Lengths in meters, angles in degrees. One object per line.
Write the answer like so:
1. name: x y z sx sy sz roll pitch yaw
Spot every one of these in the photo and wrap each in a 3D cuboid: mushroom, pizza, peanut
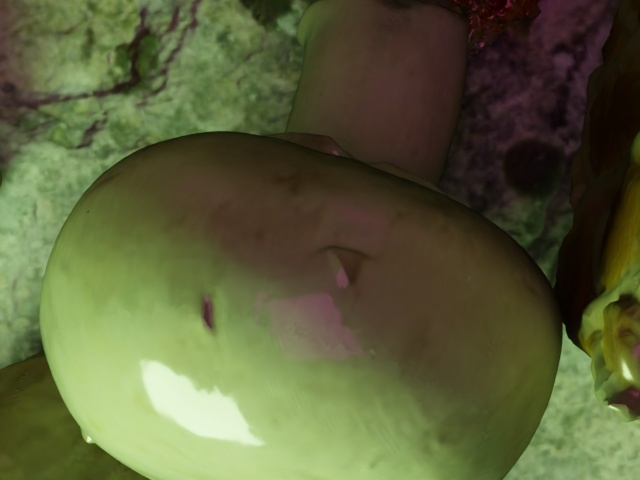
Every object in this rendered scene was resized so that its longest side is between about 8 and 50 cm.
1. mushroom: 0.000 0.000 1.010 0.314 0.314 0.336 10 67 6
2. pizza: 0.112 -0.156 1.105 0.083 0.025 0.078 14 97 4
3. peanut: -0.222 0.186 1.127 0.291 0.159 0.143 -41 66 10

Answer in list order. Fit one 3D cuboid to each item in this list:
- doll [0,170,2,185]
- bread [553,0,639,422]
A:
1. doll: -0.345 -0.094 1.142 0.291 0.086 0.117 33 140 0
2. bread: 0.302 -0.072 0.917 0.279 0.390 0.371 16 100 0
